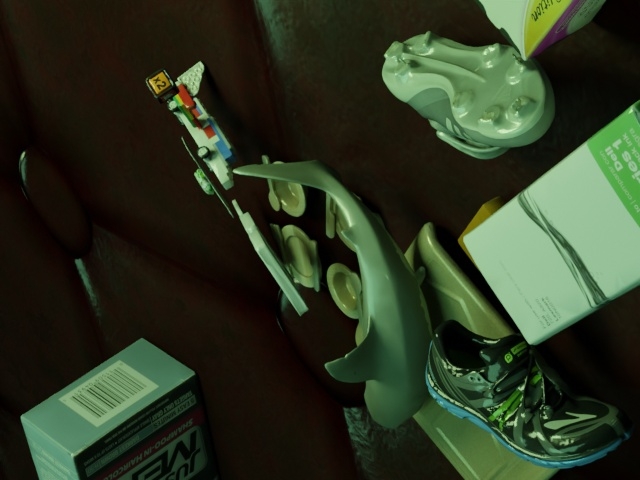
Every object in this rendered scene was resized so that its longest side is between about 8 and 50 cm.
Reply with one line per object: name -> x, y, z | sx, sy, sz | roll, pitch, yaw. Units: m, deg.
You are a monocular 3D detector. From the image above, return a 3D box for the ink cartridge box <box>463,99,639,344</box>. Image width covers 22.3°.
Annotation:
ink cartridge box -> 0.211, -0.035, 1.018 | 0.092, 0.160, 0.219 | 56, 150, 5

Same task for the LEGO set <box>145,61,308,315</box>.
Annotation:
LEGO set -> -0.078, -0.063, 1.472 | 0.244, 0.060, 0.182 | 56, 180, -18

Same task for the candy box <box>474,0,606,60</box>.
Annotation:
candy box -> 0.112, -0.255, 1.047 | 0.233, 0.071, 0.159 | 51, 149, 11

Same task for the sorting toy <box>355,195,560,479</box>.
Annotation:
sorting toy -> 0.143, 0.095, 1.372 | 0.229, 0.041, 0.307 | 54, 150, 15

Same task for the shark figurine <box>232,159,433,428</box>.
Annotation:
shark figurine -> 0.033, 0.057, 1.361 | 0.166, 0.116, 0.278 | 6, 121, 55

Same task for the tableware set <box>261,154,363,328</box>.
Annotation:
tableware set -> 0.000, 0.000, 1.493 | 0.169, 0.020, 0.141 | 30, 137, 46

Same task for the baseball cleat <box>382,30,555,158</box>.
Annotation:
baseball cleat -> 0.124, -0.096, 1.161 | 0.109, 0.072, 0.206 | 40, 180, -31

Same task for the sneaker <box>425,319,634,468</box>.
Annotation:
sneaker -> 0.154, 0.116, 1.252 | 0.188, 0.067, 0.078 | 25, 136, 38

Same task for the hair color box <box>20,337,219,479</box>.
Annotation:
hair color box -> -0.221, 0.327, 1.975 | 0.113, 0.185, 0.374 | 28, 139, 40
